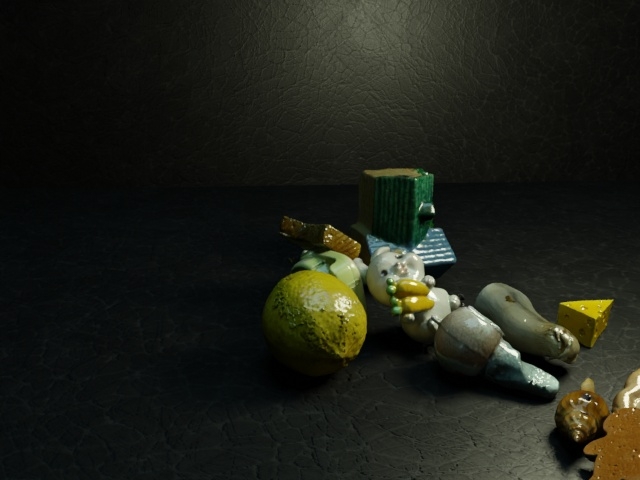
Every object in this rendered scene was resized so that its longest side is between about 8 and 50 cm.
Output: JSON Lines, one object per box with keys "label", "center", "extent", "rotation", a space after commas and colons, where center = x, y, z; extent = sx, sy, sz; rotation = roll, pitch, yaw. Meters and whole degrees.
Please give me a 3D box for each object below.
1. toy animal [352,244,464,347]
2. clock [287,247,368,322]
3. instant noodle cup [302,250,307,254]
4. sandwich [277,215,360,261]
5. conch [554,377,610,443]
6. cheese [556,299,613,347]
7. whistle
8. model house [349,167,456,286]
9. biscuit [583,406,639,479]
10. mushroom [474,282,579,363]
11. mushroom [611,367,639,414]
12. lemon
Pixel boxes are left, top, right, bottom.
{"label": "toy animal", "center": [0.234, 0.137, 1.698], "extent": [0.310, 0.182, 0.247], "rotation": [41, -9, -3]}
{"label": "clock", "center": [0.001, 0.140, 1.780], "extent": [0.096, 0.234, 0.308], "rotation": [-29, 28, -31]}
{"label": "instant noodle cup", "center": [0.008, 0.110, 1.982], "extent": [0.182, 0.144, 0.182], "rotation": [1, 18, 0]}
{"label": "sandwich", "center": [0.000, 0.000, 1.833], "extent": [0.186, 0.065, 0.215], "rotation": [29, -12, -39]}
{"label": "conch", "center": [0.590, 0.366, 1.356], "extent": [0.109, 0.093, 0.330], "rotation": [12, 21, 28]}
{"label": "cheese", "center": [0.794, 0.229, 1.779], "extent": [0.171, 0.093, 0.126], "rotation": [-8, 21, -30]}
{"label": "whistle", "center": [0.417, 0.295, 1.518], "extent": [0.348, 0.189, 0.189], "rotation": [33, 29, 17]}
{"label": "model house", "center": [0.293, -0.045, 2.088], "extent": [0.335, 0.381, 0.342], "rotation": [-5, 15, -13]}
{"label": "biscuit", "center": [0.588, 0.404, 1.171], "extent": [0.165, 0.036, 0.250], "rotation": [-31, 4, 31]}
{"label": "mushroom", "center": [0.573, 0.232, 1.712], "extent": [0.178, 0.125, 0.397], "rotation": [8, 15, -6]}
{"label": "mushroom", "center": [0.758, 0.363, 1.296], "extent": [0.278, 0.146, 0.278], "rotation": [-15, 23, 6]}
{"label": "lemon", "center": [-0.022, 0.204, 1.541], "extent": [0.258, 0.257, 0.310], "rotation": [-5, 21, -20]}
